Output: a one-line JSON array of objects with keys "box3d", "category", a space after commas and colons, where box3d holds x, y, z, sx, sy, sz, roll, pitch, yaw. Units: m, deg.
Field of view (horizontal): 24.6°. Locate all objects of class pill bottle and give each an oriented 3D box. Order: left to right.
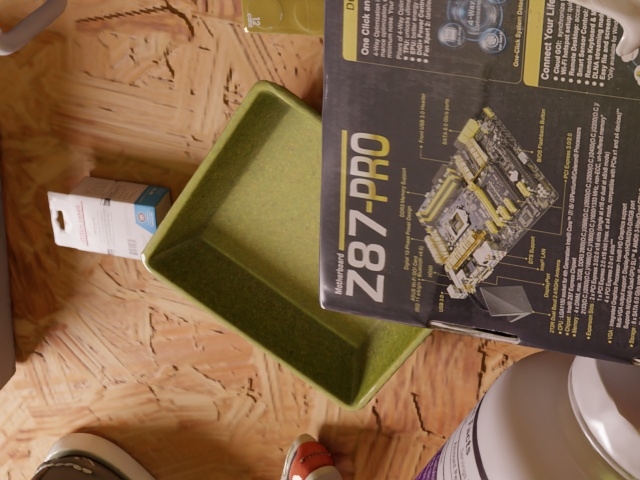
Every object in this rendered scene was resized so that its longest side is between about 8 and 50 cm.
[{"box3d": [0.147, 0.197, 0.968, 0.181, 0.181, 0.323, 33, 128, -1], "category": "pill bottle"}]

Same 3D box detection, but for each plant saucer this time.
[{"box3d": [0.000, 0.000, 0.983, 0.188, 0.045, 0.188, 35, 127, -3], "category": "plant saucer"}]

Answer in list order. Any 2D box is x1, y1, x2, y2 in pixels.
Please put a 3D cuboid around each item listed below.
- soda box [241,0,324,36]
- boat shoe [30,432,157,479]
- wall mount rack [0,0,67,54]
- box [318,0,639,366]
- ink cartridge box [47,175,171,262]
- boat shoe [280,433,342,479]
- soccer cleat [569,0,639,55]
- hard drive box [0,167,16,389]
[{"box3d": [-0.015, -0.210, 0.841, 0.061, 0.058, 0.181, 6, 124, 18], "category": "soda box"}, {"box3d": [-0.116, 0.285, 1.188, 0.305, 0.091, 0.109, 41, 127, -7], "category": "boat shoe"}, {"box3d": [-0.320, -0.228, 0.904, 0.350, 0.130, 0.304, -17, 112, 33], "category": "wall mount rack"}, {"box3d": [0.160, -0.125, 0.773, 0.318, 0.097, 0.395, 8, 116, 15], "category": "box"}, {"box3d": [-0.148, -0.016, 1.042, 0.083, 0.028, 0.048, 9, 124, 16], "category": "ink cartridge box"}, {"box3d": [-0.016, 0.208, 1.130, 0.043, 0.049, 0.137, 53, 144, 39], "category": "boat shoe"}, {"box3d": [0.089, -0.161, 0.693, 0.196, 0.068, 0.076, 35, 123, 1], "category": "soccer cleat"}, {"box3d": [-0.332, 0.012, 1.099, 0.181, 0.089, 0.232, 13, 126, 14], "category": "hard drive box"}]
